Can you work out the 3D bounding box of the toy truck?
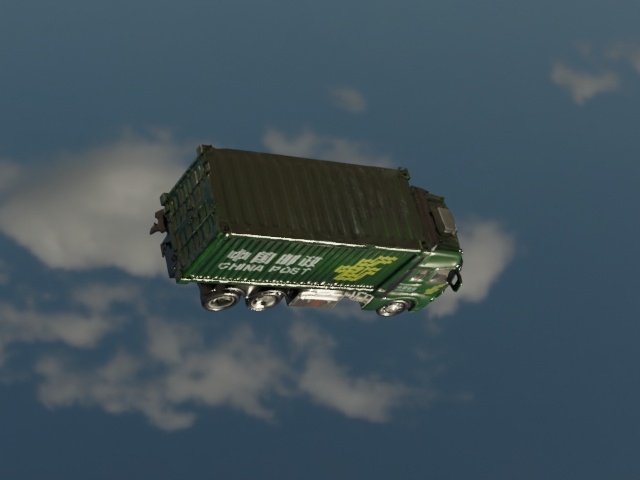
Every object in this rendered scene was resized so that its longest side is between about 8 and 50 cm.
[{"bbox_3d":[0.000,0.000,0.935,0.259,0.121,0.088,5,-124,-33],"label":"toy truck"}]
